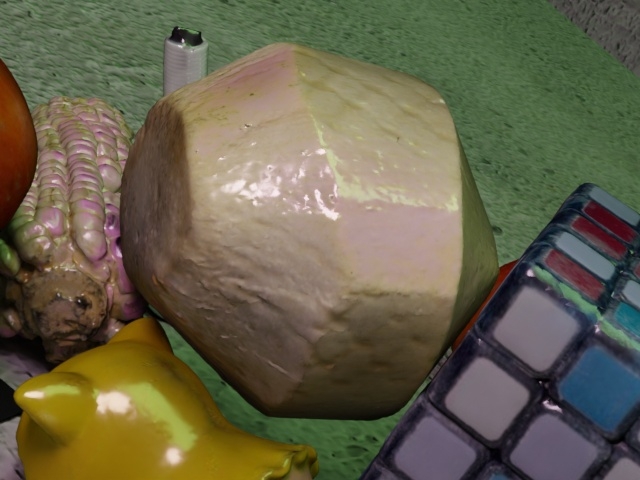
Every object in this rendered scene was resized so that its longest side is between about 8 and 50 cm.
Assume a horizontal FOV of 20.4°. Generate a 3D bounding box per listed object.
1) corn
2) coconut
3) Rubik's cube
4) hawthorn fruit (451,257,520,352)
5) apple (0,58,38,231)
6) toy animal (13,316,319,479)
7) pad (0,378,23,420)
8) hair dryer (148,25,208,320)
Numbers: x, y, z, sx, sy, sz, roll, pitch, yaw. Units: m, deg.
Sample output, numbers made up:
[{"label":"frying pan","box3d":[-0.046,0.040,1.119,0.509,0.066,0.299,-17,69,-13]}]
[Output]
[{"label":"corn","box3d":[-0.185,-0.026,1.349,0.126,0.126,0.335,26,21,-17]},{"label":"coconut","box3d":[0.000,0.000,1.174,0.259,0.259,0.259,28,21,-12]},{"label":"Rubik's cube","box3d":[0.201,0.171,1.231,0.292,0.293,0.287,34,20,8]},{"label":"hawthorn fruit","box3d":[0.236,0.073,1.592,0.196,0.225,0.196,38,10,-8]},{"label":"apple","box3d":[-0.295,-0.052,1.096,0.230,0.230,0.230,28,21,-12]},{"label":"toy animal","box3d":[-0.081,0.152,1.084,0.230,0.156,0.156,41,22,12]},{"label":"pad","box3d":[-0.317,0.050,1.156,0.243,0.004,0.163,39,22,17]},{"label":"hair dryer","box3d":[-0.114,-0.065,1.406,0.073,0.236,0.131,-5,31,-9]}]
